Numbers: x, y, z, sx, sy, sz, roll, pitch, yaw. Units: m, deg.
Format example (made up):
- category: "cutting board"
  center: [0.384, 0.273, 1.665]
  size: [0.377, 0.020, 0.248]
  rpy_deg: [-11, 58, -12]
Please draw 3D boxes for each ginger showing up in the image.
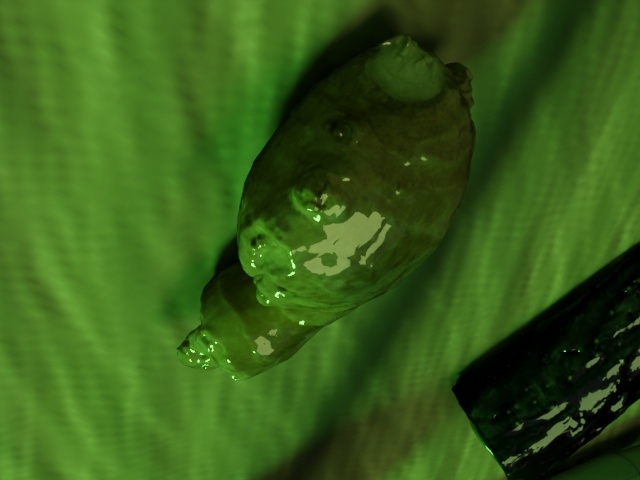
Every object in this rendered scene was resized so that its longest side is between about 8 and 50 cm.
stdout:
- category: "ginger"
  center: [-0.003, 0.002, 0.560]
  size: [0.165, 0.067, 0.096]
  rpy_deg: [-52, 171, 30]

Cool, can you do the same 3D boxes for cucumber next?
- category: "cucumber"
  center: [0.174, 0.050, 0.853]
  size: [0.211, 0.062, 0.078]
  rpy_deg: [-35, 153, 1]

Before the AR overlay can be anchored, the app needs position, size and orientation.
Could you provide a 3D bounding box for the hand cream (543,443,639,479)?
- category: "hand cream"
  center: [0.109, 0.209, 1.047]
  size: [0.331, 0.058, 0.085]
  rpy_deg: [-19, 152, -29]
